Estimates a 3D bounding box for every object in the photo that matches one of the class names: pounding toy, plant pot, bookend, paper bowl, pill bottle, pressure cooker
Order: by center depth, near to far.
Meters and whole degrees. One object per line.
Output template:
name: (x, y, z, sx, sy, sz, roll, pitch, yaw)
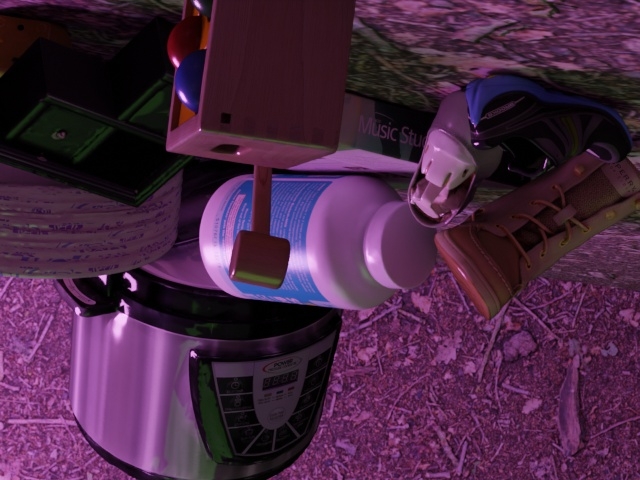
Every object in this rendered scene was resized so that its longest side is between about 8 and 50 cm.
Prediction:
pounding toy: (-0.055, -0.077, 0.859, 0.094, 0.206, 0.181, 8, 176, -15)
bookend: (-0.163, -0.114, 1.084, 0.156, 0.072, 0.157, 20, 134, -42)
plant pot: (-0.252, -0.146, 1.150, 0.081, 0.081, 0.083, 7, 162, -7)
paper bowl: (-0.270, -0.078, 1.294, 0.284, 0.148, 0.284, 7, -163, -2)
pill bottle: (0.000, 0.000, 1.515, 0.264, 0.146, 0.146, 4, 175, 45)
pressure cooker: (-0.153, 0.077, 1.832, 0.375, 0.420, 0.370, 13, -148, 4)

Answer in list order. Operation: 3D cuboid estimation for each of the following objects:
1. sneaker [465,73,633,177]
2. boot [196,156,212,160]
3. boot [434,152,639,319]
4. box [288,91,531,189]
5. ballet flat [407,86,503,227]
sneaker: (0.192, -0.090, 1.178, 0.188, 0.078, 0.067, 9, 176, -39)
boot: (-0.183, -0.121, 1.667, 0.121, 0.045, 0.099, 10, -179, -22)
boot: (0.224, -0.017, 1.353, 0.203, 0.095, 0.262, -31, 180, 11)
box: (0.033, -0.103, 1.448, 0.322, 0.058, 0.232, 9, 176, -41)
ballet flat: (0.122, -0.066, 1.279, 0.072, 0.068, 0.213, 36, 162, 11)
